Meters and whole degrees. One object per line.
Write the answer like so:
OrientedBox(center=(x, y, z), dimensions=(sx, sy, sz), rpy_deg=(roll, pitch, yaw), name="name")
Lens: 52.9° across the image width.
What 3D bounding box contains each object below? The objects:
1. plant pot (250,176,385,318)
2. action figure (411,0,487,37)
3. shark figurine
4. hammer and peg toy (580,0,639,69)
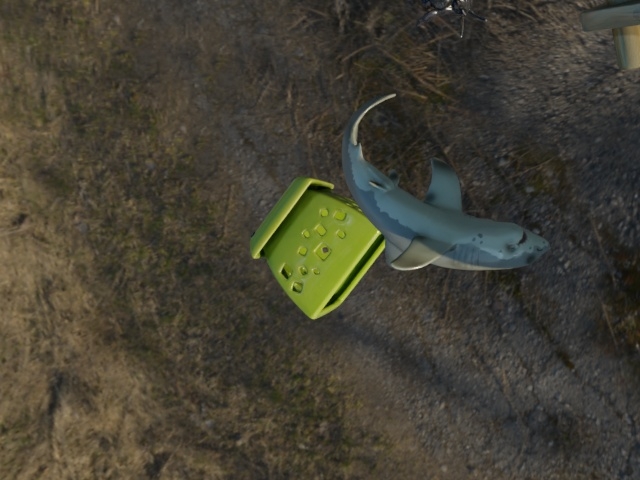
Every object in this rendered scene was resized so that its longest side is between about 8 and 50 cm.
OrientedBox(center=(0.000, 0.000, 1.308), dimensions=(0.207, 0.228, 0.227), rpy_deg=(39, 100, 10), name="plant pot")
OrientedBox(center=(0.207, -0.492, 1.131), dimensions=(0.164, 0.141, 0.276), rpy_deg=(-29, 96, 29), name="action figure")
OrientedBox(center=(0.077, -0.030, 0.681), dimensions=(0.278, 0.166, 0.116), rpy_deg=(45, 149, 26), name="shark figurine")
OrientedBox(center=(0.410, -0.268, 0.670), dimensions=(0.361, 0.266, 0.127), rpy_deg=(24, 136, 63), name="hammer and peg toy")
